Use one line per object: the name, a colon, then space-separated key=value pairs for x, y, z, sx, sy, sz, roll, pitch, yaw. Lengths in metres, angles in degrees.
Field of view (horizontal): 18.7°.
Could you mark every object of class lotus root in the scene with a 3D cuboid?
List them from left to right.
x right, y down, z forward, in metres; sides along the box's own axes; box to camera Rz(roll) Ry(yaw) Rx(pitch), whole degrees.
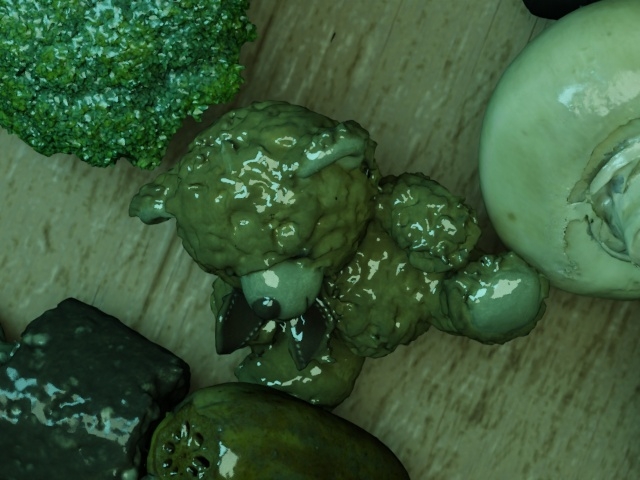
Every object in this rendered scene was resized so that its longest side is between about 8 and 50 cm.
lotus root: x=-0.024 y=0.175 z=1.405 sx=0.124 sy=0.241 sz=0.123 roll=-3 pitch=70 yaw=40

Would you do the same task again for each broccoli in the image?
broccoli: x=-0.144 y=-0.182 z=1.380 sx=0.269 sy=0.241 sz=0.261 roll=30 pitch=110 yaw=24

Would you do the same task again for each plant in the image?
plant: x=-0.238 y=0.109 z=1.436 sx=0.274 sy=0.149 sz=0.146 roll=22 pitch=118 yaw=7

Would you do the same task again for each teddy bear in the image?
teddy bear: x=0.000 y=0.000 z=1.377 sx=0.267 sy=0.256 sz=0.156 roll=-21 pitch=57 yaw=28

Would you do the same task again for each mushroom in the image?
mushroom: x=0.233 y=-0.055 z=1.368 sx=0.246 sy=0.202 sz=0.246 roll=-2 pitch=125 yaw=-3

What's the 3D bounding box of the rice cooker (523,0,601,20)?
rice cooker: x=0.239 y=-0.224 z=1.415 sx=0.203 sy=0.142 sz=0.118 roll=-13 pitch=80 yaw=-1
